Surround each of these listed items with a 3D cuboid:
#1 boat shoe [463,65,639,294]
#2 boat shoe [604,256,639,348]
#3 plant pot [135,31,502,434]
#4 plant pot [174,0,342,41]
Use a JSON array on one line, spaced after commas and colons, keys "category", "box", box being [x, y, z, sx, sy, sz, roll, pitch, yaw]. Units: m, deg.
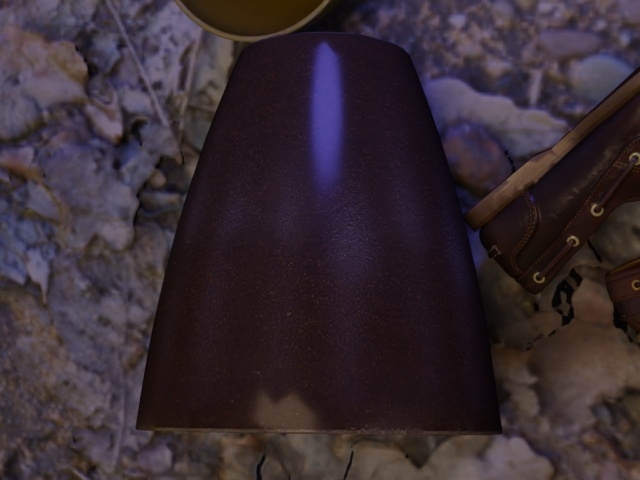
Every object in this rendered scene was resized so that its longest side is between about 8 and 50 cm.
[{"category": "boat shoe", "box": [0.180, -0.051, 0.697, 0.207, 0.073, 0.073, -44, 81, 27]}, {"category": "boat shoe", "box": [0.242, -0.004, 0.679, 0.178, 0.064, 0.060, -40, 83, 23]}, {"category": "plant pot", "box": [0.000, 0.000, 0.715, 0.215, 0.215, 0.230, -3, 81, 22]}, {"category": "plant pot", "box": [-0.023, -0.191, 0.747, 0.134, 0.095, 0.134, 2, 97, 22]}]
